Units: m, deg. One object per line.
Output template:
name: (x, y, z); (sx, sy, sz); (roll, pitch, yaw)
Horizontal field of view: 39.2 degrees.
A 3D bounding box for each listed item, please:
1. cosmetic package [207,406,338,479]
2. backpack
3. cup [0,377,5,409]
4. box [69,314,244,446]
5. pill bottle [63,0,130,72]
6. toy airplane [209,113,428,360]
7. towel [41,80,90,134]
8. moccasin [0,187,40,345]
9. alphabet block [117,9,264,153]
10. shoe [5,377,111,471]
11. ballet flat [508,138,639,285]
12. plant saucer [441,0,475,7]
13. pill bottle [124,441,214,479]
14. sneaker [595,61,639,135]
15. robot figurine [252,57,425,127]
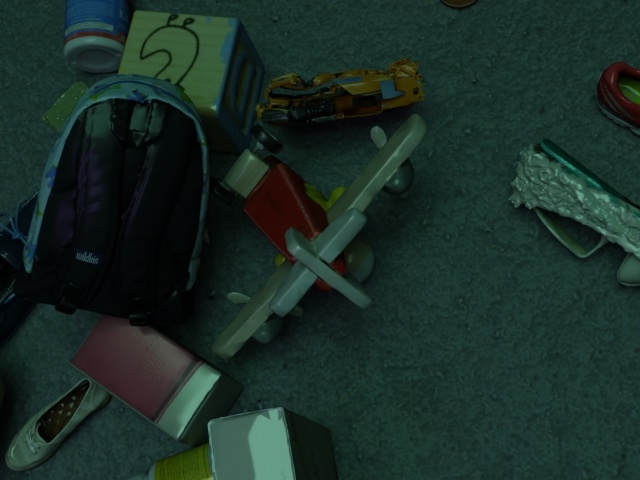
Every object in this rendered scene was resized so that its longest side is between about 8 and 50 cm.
cosmetic package: (-0.057, 0.346, 1.314); (0.113, 0.309, 0.160); (-13, 72, 8)
backpack: (-0.306, -0.081, 1.408); (0.290, 0.355, 0.273); (9, 33, -9)
cup: (-0.667, 0.278, 1.479); (0.331, 0.331, 0.237); (29, 55, 18)
box: (-0.266, 0.222, 1.478); (0.232, 0.148, 0.127); (30, 81, 17)
pill bottle: (-0.429, -0.447, 1.729); (0.124, 0.124, 0.221); (-6, 73, 9)
toy airplane: (0.000, 0.000, 1.432); (0.386, 0.272, 0.384); (-14, 53, 41)
towel: (-0.454, -0.232, 1.719); (0.148, 0.027, 0.110); (41, 83, 20)
moccasin: (-0.537, 0.042, 1.602); (0.137, 0.117, 0.342); (20, 78, 16)
alphabet block: (-0.230, -0.279, 1.604); (0.197, 0.193, 0.192); (6, 73, 13)
shoe: (-0.458, 0.310, 1.535); (0.219, 0.058, 0.076); (-41, 70, -4)
ballet flat: (0.480, -0.011, 1.436); (0.409, 0.147, 0.147); (37, 83, 22)
plant saucer: (0.258, -0.467, 1.662); (0.083, 0.013, 0.083); (-3, 73, 9)
pill bottle: (-0.201, 0.392, 1.429); (0.208, 0.119, 0.119); (-20, 70, 4)
sneaker: (0.577, -0.204, 1.464); (0.279, 0.118, 0.107); (28, 81, 18)
robot figurine: (0.025, -0.254, 1.552); (0.291, 0.211, 0.085); (-8, 104, -1)
